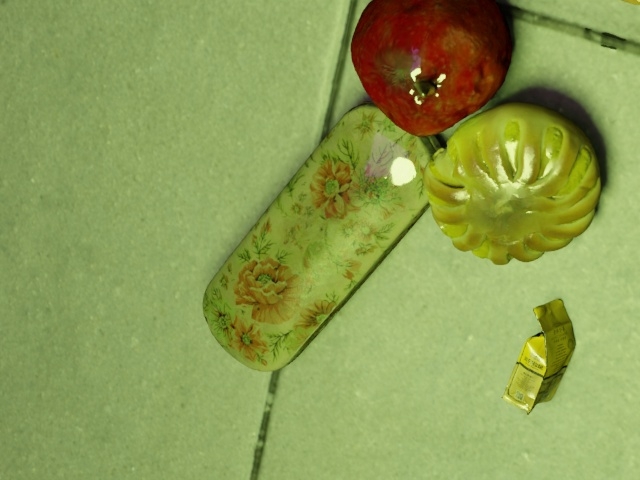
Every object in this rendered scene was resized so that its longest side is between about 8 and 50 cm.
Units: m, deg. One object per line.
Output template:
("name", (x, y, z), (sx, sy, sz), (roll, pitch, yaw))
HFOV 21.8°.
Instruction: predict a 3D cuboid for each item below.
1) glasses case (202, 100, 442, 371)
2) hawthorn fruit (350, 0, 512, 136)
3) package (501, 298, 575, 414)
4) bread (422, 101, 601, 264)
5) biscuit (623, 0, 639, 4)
("glasses case", (0.000, 0.000, 2.135), (0.156, 0.098, 0.425), (45, 120, 8))
("hawthorn fruit", (0.129, -0.205, 1.941), (0.190, 0.251, 0.189), (5, 122, 8))
("package", (0.271, 0.142, 2.017), (0.047, 0.071, 0.131), (31, 114, 29))
("bread", (0.227, -0.058, 1.955), (0.213, 0.104, 0.213), (6, 122, 10))
("biscuit", (0.391, -0.352, 1.833), (0.144, 0.033, 0.224), (46, 124, 35))
